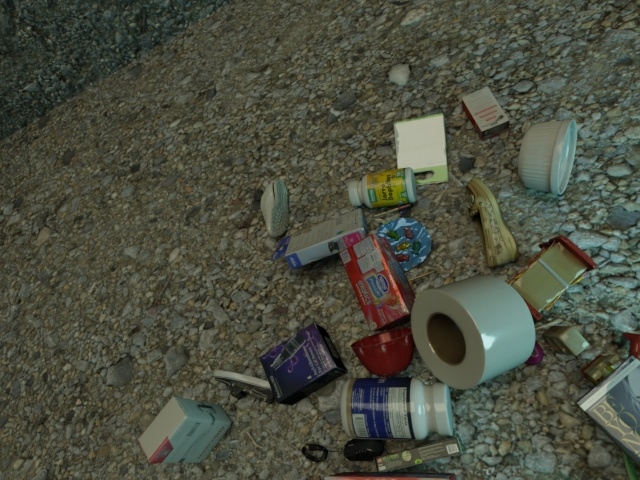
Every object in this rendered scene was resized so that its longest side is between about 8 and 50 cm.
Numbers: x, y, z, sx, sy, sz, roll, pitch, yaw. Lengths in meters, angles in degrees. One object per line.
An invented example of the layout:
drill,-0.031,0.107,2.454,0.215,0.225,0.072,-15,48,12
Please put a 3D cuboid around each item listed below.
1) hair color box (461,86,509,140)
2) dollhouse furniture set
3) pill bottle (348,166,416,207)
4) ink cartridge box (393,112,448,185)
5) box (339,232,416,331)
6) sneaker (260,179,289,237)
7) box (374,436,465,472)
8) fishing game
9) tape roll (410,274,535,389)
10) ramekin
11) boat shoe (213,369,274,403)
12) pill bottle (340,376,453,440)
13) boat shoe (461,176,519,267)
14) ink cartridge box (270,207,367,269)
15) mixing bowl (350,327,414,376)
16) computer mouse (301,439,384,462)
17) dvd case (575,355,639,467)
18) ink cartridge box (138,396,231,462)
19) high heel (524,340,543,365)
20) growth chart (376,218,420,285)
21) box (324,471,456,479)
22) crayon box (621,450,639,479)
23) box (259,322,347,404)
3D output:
hair color box,0.550,-0.426,1.389,0.093,0.053,0.167,-21,58,11
dollhouse furniture set,0.641,0.192,1.026,0.201,0.152,0.374,-41,75,0
pill bottle,0.205,-0.170,1.376,0.209,0.117,0.117,-6,64,20
ink cartridge box,0.346,-0.302,1.419,0.171,0.056,0.234,-5,87,21
box,0.175,0.123,1.210,0.128,0.123,0.256,-33,66,24
sneaker,-0.177,-0.111,1.541,0.095,0.090,0.234,-17,56,30
box,0.247,0.531,1.026,0.207,0.114,0.036,-21,60,12
fishing game,0.248,0.007,1.295,0.189,0.041,0.263,-18,62,11
tape roll,0.366,0.219,1.019,0.169,0.246,0.246,-11,54,-25
ramekin,0.642,-0.237,1.177,0.109,0.207,0.207,13,71,38
boat shoe,-0.241,0.460,1.294,0.229,0.080,0.075,7,68,18
pill bottle,0.197,0.433,1.070,0.265,0.153,0.153,-7,64,19
boat shoe,0.480,-0.059,1.213,0.090,0.104,0.284,-20,61,10
ink cartridge box,0.000,0.000,1.360,0.312,0.065,0.185,-19,20,12
mixing bowl,0.183,0.312,1.140,0.182,0.181,0.098,-17,83,15
computer mouse,0.055,0.558,1.120,0.242,0.041,0.071,-14,21,20
dvd case,0.687,0.379,0.862,0.165,0.018,0.221,-40,60,0
ink cartridge box,-0.391,0.561,1.220,0.092,0.218,0.158,34,83,37
high heel,0.467,0.222,1.077,0.082,0.117,0.244,-37,58,4
growth chart,0.229,0.050,1.318,0.172,0.021,0.237,12,72,26
box,0.173,0.635,0.985,0.300,0.154,0.141,-10,63,18
crayon box,0.814,0.454,0.840,0.324,0.083,0.202,-8,63,20
box,-0.053,0.370,1.233,0.207,0.108,0.153,-34,58,5
